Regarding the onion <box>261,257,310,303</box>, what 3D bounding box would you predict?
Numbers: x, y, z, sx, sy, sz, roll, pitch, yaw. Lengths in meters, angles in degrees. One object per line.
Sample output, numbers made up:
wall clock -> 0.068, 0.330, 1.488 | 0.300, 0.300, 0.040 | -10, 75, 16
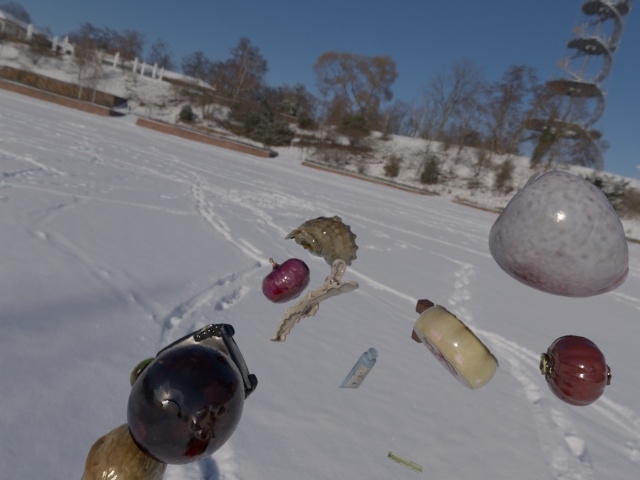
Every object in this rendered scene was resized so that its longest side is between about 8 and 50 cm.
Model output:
onion -> -0.118, 0.135, 1.417 | 0.177, 0.153, 0.177 | -23, 25, 11

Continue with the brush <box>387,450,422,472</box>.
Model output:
brush -> 0.200, 0.527, 0.986 | 0.083, 0.013, 0.016 | 14, 47, 25

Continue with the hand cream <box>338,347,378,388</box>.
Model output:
hand cream -> 0.111, 0.362, 1.151 | 0.065, 0.171, 0.043 | 12, 34, -20

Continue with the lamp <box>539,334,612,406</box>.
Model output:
lamp -> 0.371, 0.189, 0.607 | 0.090, 0.101, 0.101 | 8, 7, 13

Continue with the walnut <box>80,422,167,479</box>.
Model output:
walnut -> -0.546, 0.637, 1.159 | 0.225, 0.225, 0.261 | 16, 4, 1

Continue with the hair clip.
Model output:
hair clip -> -0.023, 0.118, 0.792 | 0.034, 0.226, 0.072 | 27, 33, -40

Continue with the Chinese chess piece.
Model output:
Chinese chess piece -> 0.407, 0.322, 1.265 | 0.270, 0.112, 0.270 | 48, -5, 5

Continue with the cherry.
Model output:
cherry -> 0.626, -0.016, 1.096 | 0.291, 0.326, 0.335 | -23, 36, -28

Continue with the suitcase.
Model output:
suitcase -> -0.467, 0.540, 1.689 | 0.339, 0.345, 0.188 | -27, -7, -5

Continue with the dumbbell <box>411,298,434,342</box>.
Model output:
dumbbell -> 0.495, 0.390, 2.008 | 0.082, 0.231, 0.092 | 11, 32, 17

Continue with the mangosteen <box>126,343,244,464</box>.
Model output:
mangosteen -> -0.375, 0.428, 1.142 | 0.306, 0.306, 0.359 | 9, 1, -38

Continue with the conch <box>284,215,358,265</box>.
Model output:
conch -> 0.004, -0.009, 1.663 | 0.263, 0.186, 0.324 | -1, -27, 41
